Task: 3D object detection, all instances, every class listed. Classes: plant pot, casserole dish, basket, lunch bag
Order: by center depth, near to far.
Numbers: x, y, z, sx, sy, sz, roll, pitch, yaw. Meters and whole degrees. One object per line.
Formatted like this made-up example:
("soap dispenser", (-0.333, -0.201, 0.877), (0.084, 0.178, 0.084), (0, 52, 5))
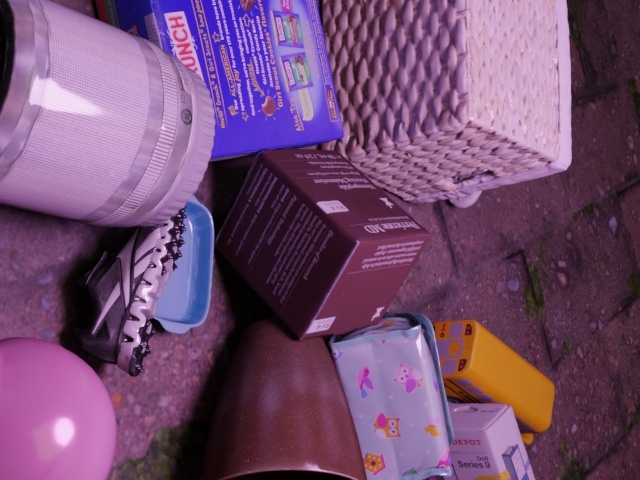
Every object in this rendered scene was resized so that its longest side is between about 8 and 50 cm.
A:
("casserole dish", (-0.192, 0.027, 1.273), (0.114, 0.037, 0.188), (17, 68, -46))
("plant pot", (-0.049, 0.225, 1.287), (0.215, 0.215, 0.230), (31, 45, -41))
("lunch bag", (0.105, 0.224, 1.455), (0.262, 0.160, 0.223), (-10, 89, -86))
("basket", (0.190, -0.257, 1.563), (0.266, 0.328, 0.331), (12, 73, -43))

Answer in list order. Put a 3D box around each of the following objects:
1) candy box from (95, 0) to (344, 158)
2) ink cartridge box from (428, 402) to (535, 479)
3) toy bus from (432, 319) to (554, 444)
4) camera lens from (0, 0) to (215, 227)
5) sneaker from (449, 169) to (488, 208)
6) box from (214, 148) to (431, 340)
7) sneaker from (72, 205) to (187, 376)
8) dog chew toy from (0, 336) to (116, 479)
("candy box", (-0.130, -0.245, 1.339), (0.317, 0.122, 0.268), (-14, 94, -51))
("ink cartridge box", (0.261, 0.382, 1.627), (0.093, 0.154, 0.212), (-29, 105, -47))
("toy bus", (0.302, 0.254, 1.721), (0.333, 0.130, 0.108), (37, 56, -38))
("camera lens", (-0.280, -0.136, 1.064), (0.274, 0.219, 0.219), (15, 71, -47))
("sneaker", (0.292, -0.157, 1.841), (0.095, 0.090, 0.235), (43, 53, -47))
("box", (0.000, 0.000, 1.335), (0.203, 0.167, 0.168), (44, 29, 28))
("sneaker", (-0.231, 0.038, 1.172), (0.078, 0.106, 0.234), (93, 11, -71))
("dog chew toy", (-0.362, 0.165, 0.930), (0.332, 0.206, 0.206), (29, 60, -33))
